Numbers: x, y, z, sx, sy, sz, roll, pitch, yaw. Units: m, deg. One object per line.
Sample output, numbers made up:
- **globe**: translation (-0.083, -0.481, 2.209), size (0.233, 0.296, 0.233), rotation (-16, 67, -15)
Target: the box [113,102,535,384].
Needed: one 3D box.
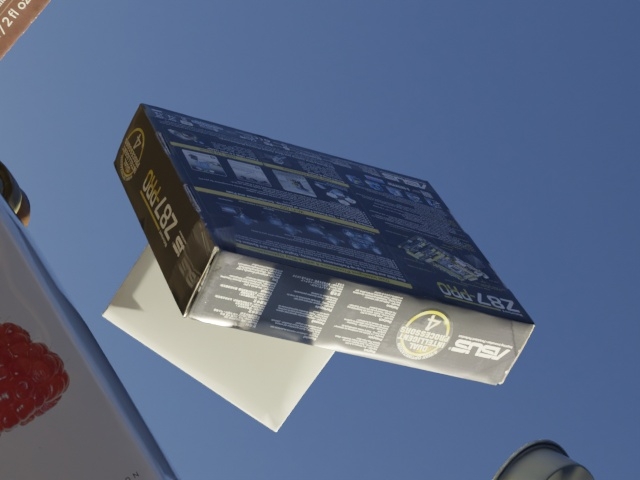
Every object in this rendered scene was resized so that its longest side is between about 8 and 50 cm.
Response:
- **box**: translation (0.000, 0.000, 1.639), size (0.097, 0.394, 0.318), rotation (-64, -148, 20)

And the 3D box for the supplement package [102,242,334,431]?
- **supplement package**: translation (-0.098, 0.067, 1.871), size (0.204, 0.262, 0.145), rotation (-55, -178, 15)

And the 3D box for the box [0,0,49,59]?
- **box**: translation (-0.354, -0.283, 1.395), size (0.168, 0.203, 0.167), rotation (-46, -151, 16)

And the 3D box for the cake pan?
- **cake pan**: translation (0.280, 0.406, 1.952), size (0.054, 0.293, 0.293), rotation (12, -75, 37)

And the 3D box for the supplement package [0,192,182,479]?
- **supplement package**: translation (-0.217, 0.120, 0.978), size (0.293, 0.177, 0.175), rotation (54, -8, 22)

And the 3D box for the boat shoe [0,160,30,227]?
- **boat shoe**: translation (-0.346, -0.012, 1.272), size (0.307, 0.111, 0.104), rotation (5, -40, 37)
